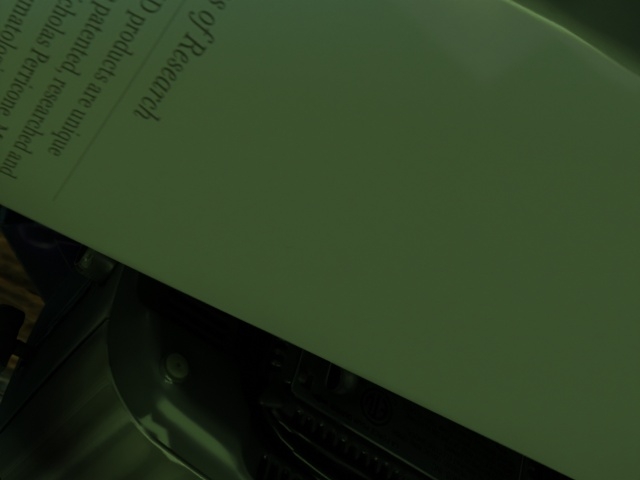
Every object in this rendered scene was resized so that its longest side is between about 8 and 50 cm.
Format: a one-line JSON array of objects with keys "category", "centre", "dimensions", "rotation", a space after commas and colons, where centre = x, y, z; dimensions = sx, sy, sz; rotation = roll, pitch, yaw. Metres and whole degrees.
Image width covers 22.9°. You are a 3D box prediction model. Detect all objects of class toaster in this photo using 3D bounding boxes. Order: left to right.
[{"category": "toaster", "centre": [-0.005, 0.072, 0.545], "dimensions": [0.227, 0.129, 0.146], "rotation": [32, 141, -21]}]

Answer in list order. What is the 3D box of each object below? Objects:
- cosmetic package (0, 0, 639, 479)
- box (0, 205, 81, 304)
[{"category": "cosmetic package", "centre": [-0.012, -0.110, 0.437], "dimensions": [0.385, 0.217, 0.156], "rotation": [24, 139, -15]}, {"category": "box", "centre": [0.000, 0.000, 0.641], "dimensions": [0.207, 0.108, 0.153], "rotation": [-3, 138, 18]}]
